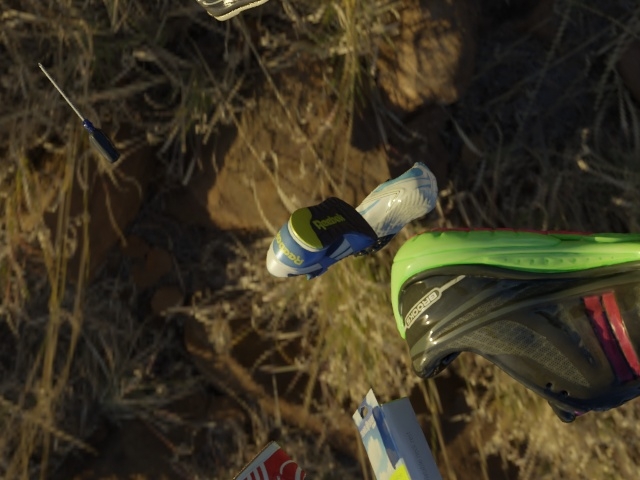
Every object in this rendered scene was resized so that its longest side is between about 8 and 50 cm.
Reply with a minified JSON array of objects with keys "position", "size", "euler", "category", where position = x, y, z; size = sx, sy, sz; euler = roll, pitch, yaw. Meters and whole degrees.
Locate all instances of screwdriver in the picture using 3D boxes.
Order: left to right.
[{"position":[-0.334,-0.174,1.601],"size":[0.170,0.025,0.024],"euler":[48,138,-6],"category":"screwdriver"}]

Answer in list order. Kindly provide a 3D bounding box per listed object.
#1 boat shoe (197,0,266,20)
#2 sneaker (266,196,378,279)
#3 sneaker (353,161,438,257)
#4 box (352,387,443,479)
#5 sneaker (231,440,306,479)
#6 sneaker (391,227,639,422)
[{"position":[-0.127,-0.429,1.939],"size":[0.065,0.075,0.206],"euler":[26,147,-38],"category":"boat shoe"},{"position":[0.000,0.000,1.033],"size":[0.059,0.053,0.144],"euler":[-51,160,24],"category":"sneaker"},{"position":[0.099,-0.047,1.954],"size":[0.237,0.086,0.085],"euler":[-32,130,30],"category":"sneaker"},{"position":[0.096,0.263,1.347],"size":[0.042,0.178,0.109],"euler":[-14,157,-19],"category":"box"},{"position":[-0.062,0.278,1.288],"size":[0.067,0.118,0.042],"euler":[38,137,11],"category":"sneaker"},{"position":[0.309,0.092,1.226],"size":[0.483,0.185,0.202],"euler":[3,92,26],"category":"sneaker"}]
